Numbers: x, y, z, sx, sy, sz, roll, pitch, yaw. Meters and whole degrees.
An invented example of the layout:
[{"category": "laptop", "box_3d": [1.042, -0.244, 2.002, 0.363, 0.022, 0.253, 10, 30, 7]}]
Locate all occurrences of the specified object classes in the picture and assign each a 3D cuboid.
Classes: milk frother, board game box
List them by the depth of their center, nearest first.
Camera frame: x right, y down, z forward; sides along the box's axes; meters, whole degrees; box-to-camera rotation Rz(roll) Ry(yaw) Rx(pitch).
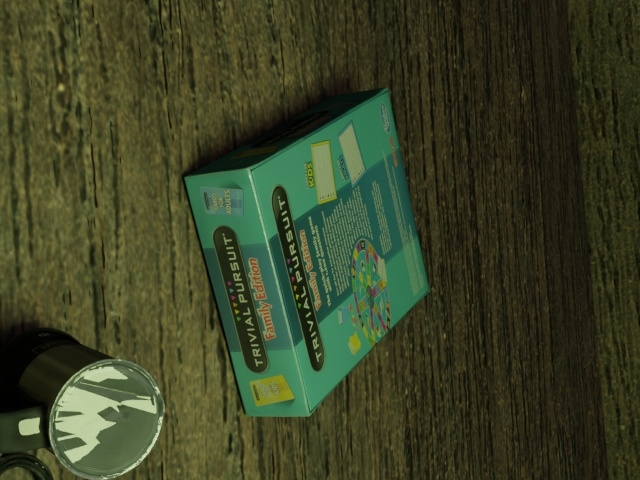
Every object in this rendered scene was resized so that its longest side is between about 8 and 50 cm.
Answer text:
[{"category": "milk frother", "box_3d": [-0.187, 0.150, 0.866, 0.129, 0.134, 0.143, -27, 110, -27]}, {"category": "board game box", "box_3d": [0.000, 0.000, 1.294, 0.336, 0.079, 0.254, -37, 117, -57]}]
